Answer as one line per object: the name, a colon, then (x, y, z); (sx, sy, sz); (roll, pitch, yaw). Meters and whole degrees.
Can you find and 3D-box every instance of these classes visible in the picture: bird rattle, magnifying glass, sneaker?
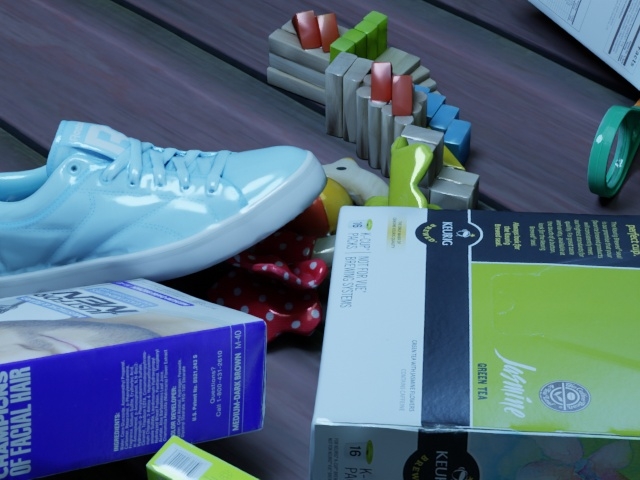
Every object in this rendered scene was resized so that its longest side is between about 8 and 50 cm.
bird rattle: (0.000, 0.000, 1.757); (0.253, 0.143, 0.207); (-28, 35, -10)
magnifying glass: (0.325, -0.120, 1.891); (0.026, 0.092, 0.231); (15, 33, 24)
sneaker: (-0.182, -0.046, 1.679); (0.365, 0.150, 0.135); (-16, 25, 7)

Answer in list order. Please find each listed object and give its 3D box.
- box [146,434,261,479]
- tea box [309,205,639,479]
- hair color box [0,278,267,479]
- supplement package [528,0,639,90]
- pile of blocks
box: (-0.076, 0.241, 1.401); (0.109, 0.178, 0.042); (24, 48, 25)
tea box: (0.162, 0.143, 1.436); (0.323, 0.220, 0.329); (2, 29, 4)
hair color box: (-0.231, 0.114, 1.485); (0.338, 0.110, 0.185); (-10, 17, -40)
supplement package: (0.369, -0.311, 1.974); (0.199, 0.198, 0.263); (-3, 36, -37)
pile of blocks: (0.075, -0.162, 1.912); (0.149, 0.113, 0.362); (-21, 45, -22)
